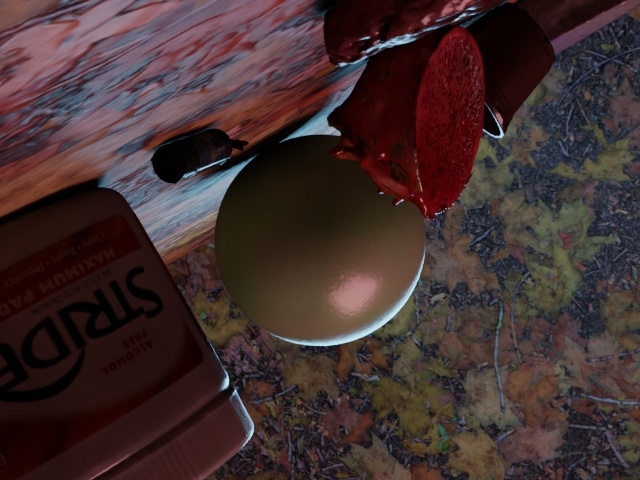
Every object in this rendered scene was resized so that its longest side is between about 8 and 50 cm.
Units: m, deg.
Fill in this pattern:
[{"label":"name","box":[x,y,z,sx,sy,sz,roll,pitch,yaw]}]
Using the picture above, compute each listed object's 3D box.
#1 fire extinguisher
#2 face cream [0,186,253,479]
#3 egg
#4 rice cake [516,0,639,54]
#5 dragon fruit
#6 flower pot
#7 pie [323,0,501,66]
[{"label":"fire extinguisher","box":[-0.081,-0.058,0.767,0.038,0.025,0.083,12,-160,22]},{"label":"face cream","box":[-0.171,0.089,0.743,0.201,0.187,0.201,-30,-179,1]},{"label":"egg","box":[0.000,0.000,1.221,0.220,0.220,0.270,-30,-178,-3]},{"label":"rice cake","box":[0.255,-0.235,1.153,0.070,0.064,0.399,-17,172,-44]},{"label":"dragon fruit","box":[0.055,-0.102,0.915,0.111,0.153,0.153,8,-162,24]},{"label":"flower pot","box":[0.164,-0.165,1.091,0.089,0.111,0.111,-42,-178,-2]},{"label":"pie","box":[0.065,-0.125,0.563,0.153,0.038,0.153,-23,-173,3]}]
